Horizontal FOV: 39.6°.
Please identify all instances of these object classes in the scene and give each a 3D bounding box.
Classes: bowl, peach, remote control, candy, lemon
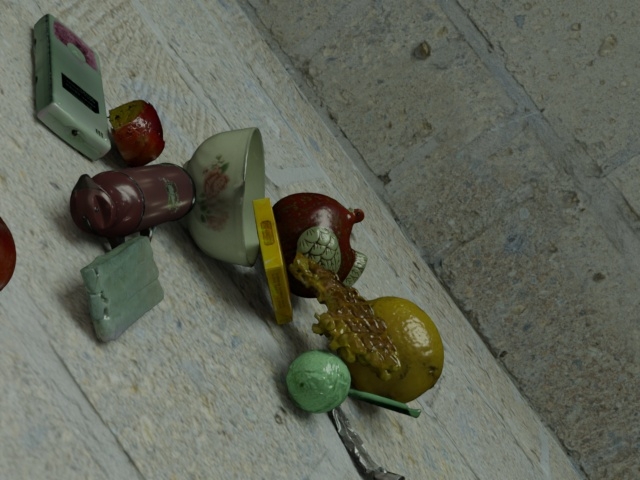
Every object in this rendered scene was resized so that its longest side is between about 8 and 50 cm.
[{"bbox_3d":[-0.193,-0.087,1.737,0.277,0.145,0.277,3,90,-84],"label":"bowl"},{"bbox_3d":[-0.341,-0.206,1.663,0.172,0.092,0.127,164,-95,-81],"label":"peach"},{"bbox_3d":[-0.464,-0.292,1.649,0.145,0.050,0.344,42,18,-40],"label":"remote control"},{"bbox_3d":[0.083,0.313,1.781,0.440,0.119,0.119,29,28,-50],"label":"candy"},{"bbox_3d":[0.157,0.240,1.990,0.228,0.228,0.253,20,51,-65],"label":"lemon"}]

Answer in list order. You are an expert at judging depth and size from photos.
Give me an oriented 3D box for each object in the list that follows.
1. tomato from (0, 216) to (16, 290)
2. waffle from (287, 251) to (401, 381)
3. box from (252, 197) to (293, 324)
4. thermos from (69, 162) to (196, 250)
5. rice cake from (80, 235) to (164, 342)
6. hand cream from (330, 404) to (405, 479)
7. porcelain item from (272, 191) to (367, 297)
[{"bbox_3d":[-0.428,-0.011,1.080,0.155,0.069,0.155,49,14,-17],"label":"tomato"},{"bbox_3d":[0.053,0.163,1.786,0.260,0.069,0.293,36,17,-28],"label":"waffle"},{"bbox_3d":[-0.092,0.047,1.758,0.269,0.043,0.152,83,-4,-63],"label":"box"},{"bbox_3d":[-0.320,-0.054,1.477,0.110,0.136,0.330,27,12,7],"label":"thermos"},{"bbox_3d":[-0.290,0.068,1.307,0.211,0.038,0.124,-64,145,-70],"label":"rice cake"},{"bbox_3d":[0.092,0.416,1.749,0.257,0.050,0.084,47,8,26],"label":"hand cream"},{"bbox_3d":[0.000,0.000,1.994,0.253,0.253,0.253,49,15,-18],"label":"porcelain item"}]
